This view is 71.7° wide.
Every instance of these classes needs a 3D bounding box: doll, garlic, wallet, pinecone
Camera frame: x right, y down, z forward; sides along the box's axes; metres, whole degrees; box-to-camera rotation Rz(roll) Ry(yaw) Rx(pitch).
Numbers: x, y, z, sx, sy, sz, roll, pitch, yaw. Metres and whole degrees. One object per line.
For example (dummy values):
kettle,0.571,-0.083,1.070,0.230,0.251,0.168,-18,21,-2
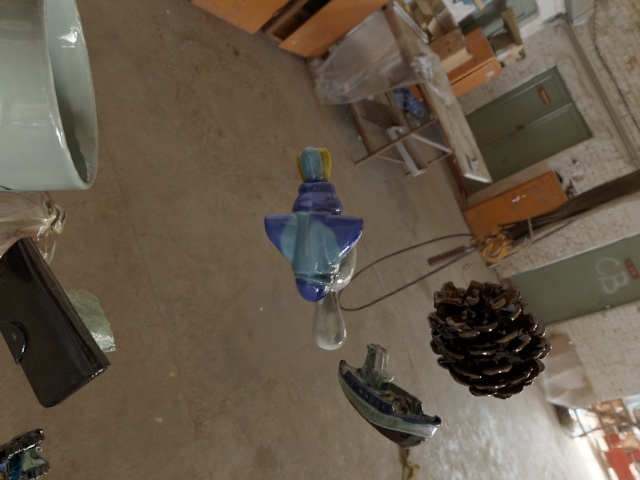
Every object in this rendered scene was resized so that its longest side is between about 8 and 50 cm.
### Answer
doll,-0.008,0.003,0.970,0.365,0.187,0.376,76,-8,-56
garlic,-0.799,-0.027,1.129,0.322,0.241,0.322,-55,155,-41
wallet,-0.562,0.163,0.881,0.318,0.172,0.045,56,12,7
pinecone,0.262,0.149,0.720,0.179,0.184,0.204,-42,107,-22

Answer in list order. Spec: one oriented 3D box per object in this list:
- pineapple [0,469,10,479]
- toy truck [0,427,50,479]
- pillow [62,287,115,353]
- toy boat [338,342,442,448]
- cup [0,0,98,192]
pineapple,-0.654,0.499,0.780,0.176,0.161,0.137,29,6,16
toy truck,-0.756,0.538,1.047,0.208,0.126,0.113,58,17,-83
pillow,-0.862,0.274,1.545,0.283,0.138,0.310,54,1,17
toy boat,0.128,0.289,0.865,0.114,0.115,0.262,16,13,-40
cup,-0.307,-0.113,0.320,0.258,0.234,0.186,-131,-141,-59
